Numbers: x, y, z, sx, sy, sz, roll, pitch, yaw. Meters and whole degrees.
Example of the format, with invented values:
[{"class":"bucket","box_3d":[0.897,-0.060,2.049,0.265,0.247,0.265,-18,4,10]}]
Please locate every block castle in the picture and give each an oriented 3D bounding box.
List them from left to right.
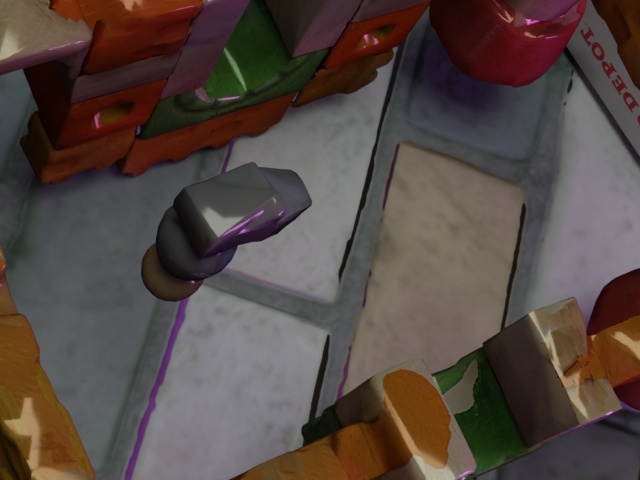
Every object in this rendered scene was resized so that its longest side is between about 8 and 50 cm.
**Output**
[{"class":"block castle","box_3d":[0.000,0.000,0.717,0.453,0.213,0.303,-19,78,-24]}]

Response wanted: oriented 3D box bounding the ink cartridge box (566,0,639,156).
[{"class":"ink cartridge box","box_3d":[0.293,-0.144,0.860,0.168,0.233,0.171,-25,78,-28]}]
